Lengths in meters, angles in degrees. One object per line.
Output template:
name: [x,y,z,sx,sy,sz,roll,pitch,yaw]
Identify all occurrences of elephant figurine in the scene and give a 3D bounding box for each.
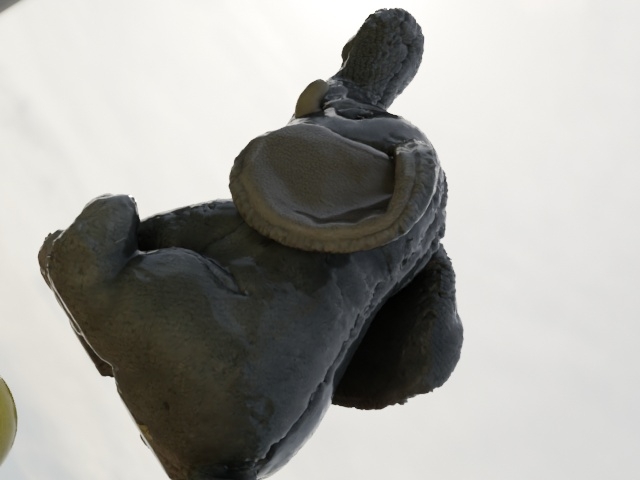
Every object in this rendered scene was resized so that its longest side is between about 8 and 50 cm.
elephant figurine: [0.000,0.000,0.798,0.186,0.239,0.169,58,-11,3]

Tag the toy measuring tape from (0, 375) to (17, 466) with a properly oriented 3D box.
toy measuring tape: [-0.251,0.063,0.489,0.121,0.330,0.121,-5,90,-81]
